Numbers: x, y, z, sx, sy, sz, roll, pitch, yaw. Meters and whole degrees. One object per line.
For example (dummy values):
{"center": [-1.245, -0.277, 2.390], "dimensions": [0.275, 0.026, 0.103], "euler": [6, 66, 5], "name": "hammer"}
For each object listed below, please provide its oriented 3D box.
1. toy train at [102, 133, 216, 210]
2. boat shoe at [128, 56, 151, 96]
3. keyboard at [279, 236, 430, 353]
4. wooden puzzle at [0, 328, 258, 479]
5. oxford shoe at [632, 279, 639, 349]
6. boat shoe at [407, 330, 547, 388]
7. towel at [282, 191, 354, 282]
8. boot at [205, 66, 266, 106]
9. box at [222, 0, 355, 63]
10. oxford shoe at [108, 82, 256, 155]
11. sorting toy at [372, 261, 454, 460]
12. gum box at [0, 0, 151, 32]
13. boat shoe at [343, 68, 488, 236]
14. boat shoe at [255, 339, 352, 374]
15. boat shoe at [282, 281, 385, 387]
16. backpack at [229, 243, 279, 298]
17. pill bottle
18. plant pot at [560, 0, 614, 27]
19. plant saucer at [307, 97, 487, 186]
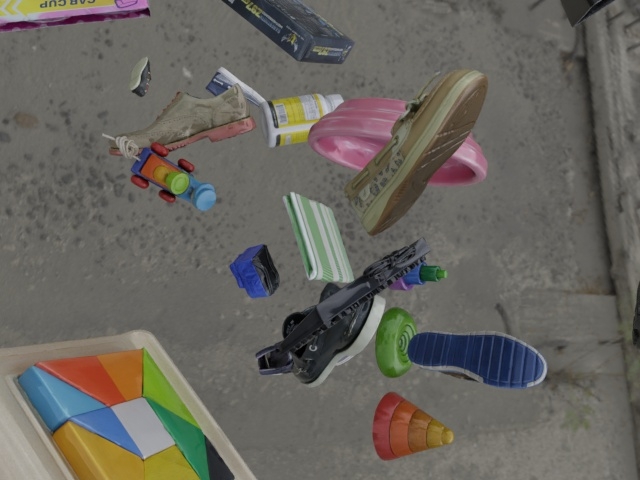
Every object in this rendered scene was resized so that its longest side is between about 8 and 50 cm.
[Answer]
{"center": [-0.342, -0.145, 1.369], "dimensions": [0.105, 0.143, 0.248], "euler": [-59, 144, -1], "name": "toy train"}
{"center": [-0.474, -0.434, 1.691], "dimensions": [0.042, 0.049, 0.132], "euler": [42, 37, -42], "name": "boat shoe"}
{"center": [0.044, 0.045, 0.598], "dimensions": [0.023, 0.108, 0.180], "euler": [50, 42, 11], "name": "keyboard"}
{"center": [-0.159, 0.168, 0.537], "dimensions": [0.221, 0.044, 0.239], "euler": [50, 14, 14], "name": "wooden puzzle"}
{"center": [0.510, 0.120, 0.934], "dimensions": [0.227, 0.096, 0.082], "euler": [37, 60, -62], "name": "oxford shoe"}
{"center": [0.205, 0.151, 0.817], "dimensions": [0.066, 0.183, 0.066], "euler": [30, 73, -47], "name": "boat shoe"}
{"center": [0.000, 0.000, 1.751], "dimensions": [0.325, 0.038, 0.247], "euler": [13, 57, -70], "name": "towel"}
{"center": [-0.252, -0.436, 1.931], "dimensions": [0.190, 0.069, 0.086], "euler": [37, 91, 3], "name": "boot"}
{"center": [-0.067, -0.430, 1.235], "dimensions": [0.233, 0.059, 0.183], "euler": [42, 29, 13], "name": "box"}
{"center": [-0.335, -0.282, 1.501], "dimensions": [0.349, 0.123, 0.130], "euler": [-15, 106, -4], "name": "oxford shoe"}
{"center": [0.176, 0.207, 1.110], "dimensions": [0.127, 0.126, 0.365], "euler": [7, 85, -55], "name": "sorting toy"}
{"center": [-0.264, -0.259, 0.598], "dimensions": [0.189, 0.062, 0.107], "euler": [-9, 103, -9], "name": "gum box"}
{"center": [0.107, -0.116, 0.817], "dimensions": [0.105, 0.285, 0.089], "euler": [-26, 69, -40], "name": "boat shoe"}
{"center": [-0.039, 0.352, 1.982], "dimensions": [0.341, 0.158, 0.127], "euler": [-19, 81, 7], "name": "boat shoe"}
{"center": [-0.008, 0.158, 1.082], "dimensions": [0.113, 0.340, 0.127], "euler": [27, 64, -7], "name": "boat shoe"}
{"center": [-0.162, 0.084, 1.610], "dimensions": [0.120, 0.101, 0.098], "euler": [64, 35, -19], "name": "backpack"}
{"center": [-0.045, -0.315, 1.651], "dimensions": [0.209, 0.119, 0.119], "euler": [-11, 81, -13], "name": "pill bottle"}
{"center": [0.527, -0.538, 1.190], "dimensions": [0.166, 0.188, 0.188], "euler": [57, 13, 0], "name": "plant pot"}
{"center": [0.145, -0.181, 1.179], "dimensions": [0.332, 0.332, 0.084], "euler": [16, 85, -26], "name": "plant saucer"}
